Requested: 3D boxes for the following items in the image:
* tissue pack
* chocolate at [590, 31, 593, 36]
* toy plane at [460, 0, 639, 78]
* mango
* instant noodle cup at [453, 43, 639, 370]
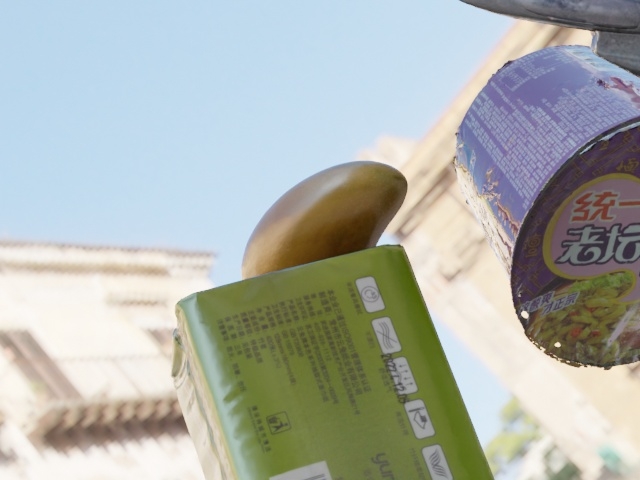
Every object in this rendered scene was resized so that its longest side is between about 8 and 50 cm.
[{"bbox_3d":[0.013,0.171,1.325,0.200,0.274,0.167,-14,-28,-13],"label":"tissue pack"},{"bbox_3d":[0.371,-0.240,1.373,0.235,0.108,0.237,-26,-18,-24],"label":"chocolate"},{"bbox_3d":[0.201,-0.123,0.932,0.088,0.267,0.212,-63,-19,-79],"label":"toy plane"},{"bbox_3d":[0.000,0.000,1.407,0.102,0.084,0.184,24,-48,-22],"label":"mango"},{"bbox_3d":[0.313,-0.057,1.924,0.340,0.266,0.339,-11,-57,-17],"label":"instant noodle cup"}]
